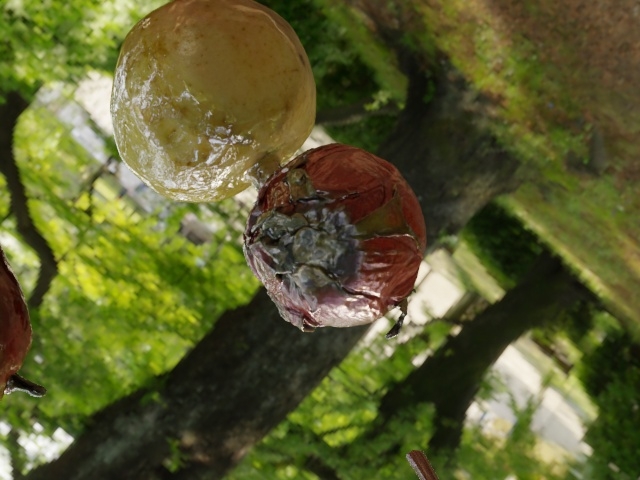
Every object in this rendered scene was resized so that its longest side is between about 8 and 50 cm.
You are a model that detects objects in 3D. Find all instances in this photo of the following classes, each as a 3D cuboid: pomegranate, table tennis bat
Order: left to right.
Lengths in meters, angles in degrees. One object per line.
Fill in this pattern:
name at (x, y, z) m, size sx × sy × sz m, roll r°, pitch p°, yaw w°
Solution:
pomegranate at (-0.151, -0.204, 1.623) m, size 0.342 × 0.342 × 0.342 m, roll 38°, pitch 169°, yaw 8°
table tennis bat at (0.134, 0.279, 1.102) m, size 0.098 × 0.019 × 0.154 m, roll 34°, pitch -164°, yaw -46°

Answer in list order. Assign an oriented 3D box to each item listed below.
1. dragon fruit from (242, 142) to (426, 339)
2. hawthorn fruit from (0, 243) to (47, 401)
dragon fruit at (-0.003, -0.003, 1.188) m, size 0.218 × 0.224 × 0.148 m, roll 5°, pitch 180°, yaw 22°
hawthorn fruit at (-0.364, 0.073, 0.953) m, size 0.261 × 0.224 × 0.224 m, roll 43°, pitch 169°, yaw -7°
